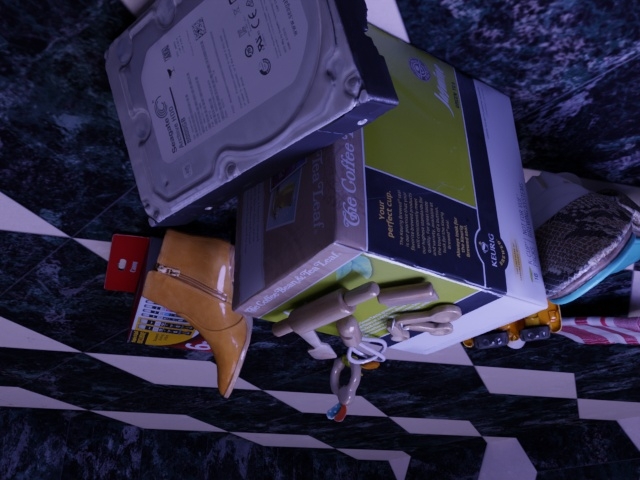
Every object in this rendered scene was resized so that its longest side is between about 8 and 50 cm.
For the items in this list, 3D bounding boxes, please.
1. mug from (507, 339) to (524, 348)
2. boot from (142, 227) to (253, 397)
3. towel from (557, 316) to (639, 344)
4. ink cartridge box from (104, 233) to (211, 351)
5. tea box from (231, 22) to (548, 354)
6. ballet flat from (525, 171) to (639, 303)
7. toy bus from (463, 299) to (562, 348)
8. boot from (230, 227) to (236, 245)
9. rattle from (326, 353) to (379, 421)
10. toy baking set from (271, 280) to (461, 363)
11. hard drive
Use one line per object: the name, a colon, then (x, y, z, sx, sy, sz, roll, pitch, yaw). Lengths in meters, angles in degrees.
mug: (0.516, 0.245, 1.735, 0.078, 0.062, 0.064, -2, 145, -12)
boot: (-0.226, 0.133, 1.212, 0.211, 0.295, 0.104, 13, -170, -3)
towel: (0.701, 0.225, 1.619, 0.237, 0.037, 0.329, 18, 165, -29)
ink cartridge box: (-0.321, 0.120, 1.391, 0.271, 0.130, 0.309, 9, 151, -17)
tea box: (0.080, -0.060, 0.842, 0.323, 0.329, 0.220, 18, 147, -30)
ballet flat: (0.379, -0.022, 0.974, 0.164, 0.182, 0.482, -43, 161, 29)
toy bus: (0.431, 0.173, 1.520, 0.220, 0.150, 0.211, -11, 164, 13)
boot: (0.000, 0.000, 1.203, 0.280, 0.096, 0.264, 18, 170, -25)
rattle: (0.100, 0.448, 1.956, 0.130, 0.200, 0.142, -19, 148, 30)
toy baking set: (0.047, 0.108, 0.772, 0.256, 0.030, 0.196, -25, 144, 37)
hard drive: (-0.098, -0.179, 0.707, 0.338, 0.237, 0.064, -23, 169, 38)
